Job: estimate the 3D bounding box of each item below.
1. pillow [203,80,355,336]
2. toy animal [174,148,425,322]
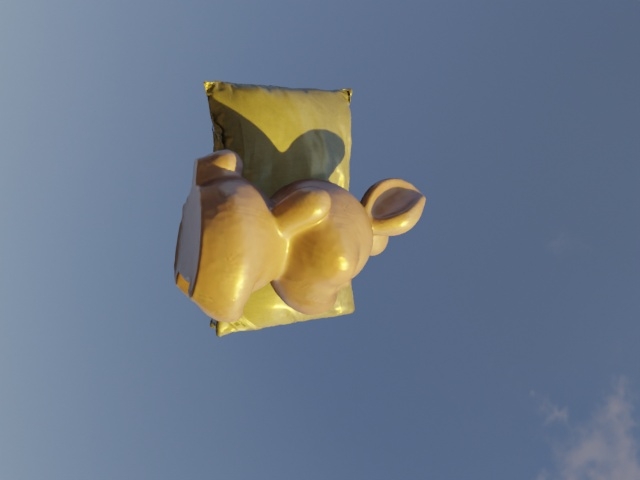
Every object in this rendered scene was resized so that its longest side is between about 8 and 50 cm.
[{"bbox_3d":[-0.033,-0.032,0.470,0.050,0.148,0.229,12,-77,59],"label":"pillow"},{"bbox_3d":[0.000,0.002,0.389,0.124,0.213,0.124,179,-90,-64],"label":"toy animal"}]
